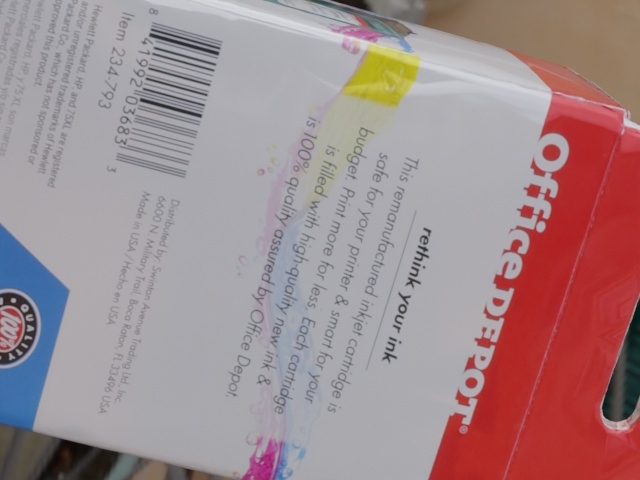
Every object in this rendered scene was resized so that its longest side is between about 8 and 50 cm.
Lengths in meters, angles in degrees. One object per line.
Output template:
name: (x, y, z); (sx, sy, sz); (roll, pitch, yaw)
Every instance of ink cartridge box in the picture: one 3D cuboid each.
ink cartridge box: (0.000, 0.000, 0.535); (0.231, 0.134, 0.078); (15, 14, -10)
